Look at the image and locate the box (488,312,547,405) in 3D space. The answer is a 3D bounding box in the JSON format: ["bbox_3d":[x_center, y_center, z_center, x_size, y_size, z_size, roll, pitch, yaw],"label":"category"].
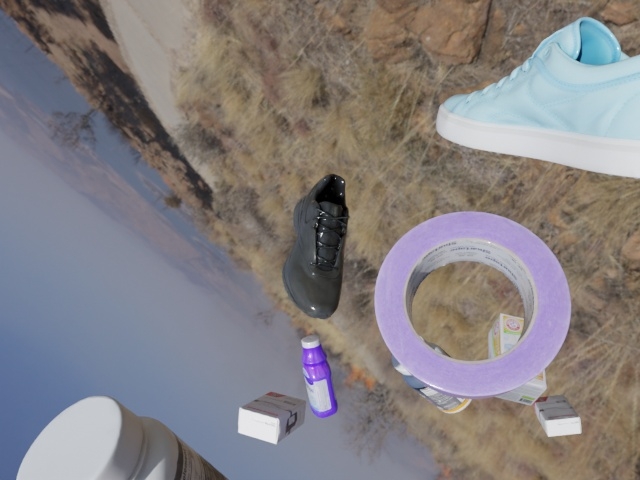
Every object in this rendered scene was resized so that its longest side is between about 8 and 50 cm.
[{"bbox_3d":[0.516,0.311,1.326,0.114,0.203,0.103,13,137,5],"label":"box"}]

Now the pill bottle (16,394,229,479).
[{"bbox_3d":[-0.280,0.415,0.800,0.204,0.204,0.361,24,151,48],"label":"pill bottle"}]

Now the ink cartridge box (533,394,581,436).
[{"bbox_3d":[0.720,0.534,1.531,0.135,0.099,0.056,-59,-42,-76],"label":"ink cartridge box"}]

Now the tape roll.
[{"bbox_3d":[0.156,0.070,0.532,0.189,0.189,0.080,34,173,23],"label":"tape roll"}]

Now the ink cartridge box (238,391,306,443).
[{"bbox_3d":[-0.184,0.679,1.936,0.172,0.100,0.237,6,-178,24],"label":"ink cartridge box"}]

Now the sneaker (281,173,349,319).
[{"bbox_3d":[0.000,0.000,0.901,0.109,0.286,0.130,10,146,-18],"label":"sneaker"}]

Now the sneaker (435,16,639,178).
[{"bbox_3d":[0.273,-0.171,0.577,0.366,0.135,0.150,33,124,58],"label":"sneaker"}]

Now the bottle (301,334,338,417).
[{"bbox_3d":[-0.009,0.473,1.755,0.118,0.092,0.282,-157,54,-66],"label":"bottle"}]

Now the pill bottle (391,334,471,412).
[{"bbox_3d":[0.369,0.435,1.643,0.278,0.162,0.162,41,167,-25],"label":"pill bottle"}]
